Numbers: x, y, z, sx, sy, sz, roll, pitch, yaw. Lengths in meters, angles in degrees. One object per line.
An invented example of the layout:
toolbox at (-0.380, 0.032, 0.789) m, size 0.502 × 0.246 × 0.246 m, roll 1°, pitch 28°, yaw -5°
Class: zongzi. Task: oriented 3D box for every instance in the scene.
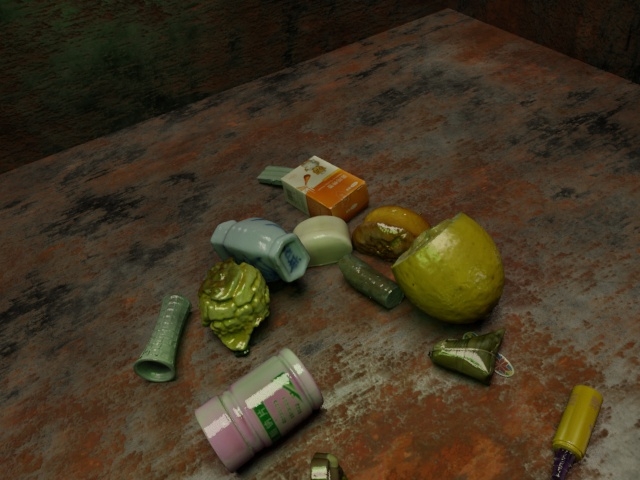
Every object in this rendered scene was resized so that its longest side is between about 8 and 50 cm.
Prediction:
zongzi at (0.459, 0.323, 1.454) m, size 0.205 × 0.094 × 0.204 m, roll 16°, pitch 56°, yaw 27°

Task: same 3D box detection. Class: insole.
insole at (0.531, 0.360, 1.469) m, size 0.065 × 0.006 × 0.193 m, roll -29°, pitch 47°, yaw -16°

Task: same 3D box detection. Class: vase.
vase at (-0.549, 0.335, 1.648) m, size 0.143 × 0.143 × 0.299 m, roll -6°, pitch 43°, yaw 7°

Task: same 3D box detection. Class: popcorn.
popcorn at (-0.318, 0.207, 1.645) m, size 0.293 × 0.237 × 0.293 m, roll -22°, pitch 40°, yaw 20°

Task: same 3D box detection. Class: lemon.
lemon at (0.436, 0.112, 1.521) m, size 0.364 × 0.364 × 0.364 m, roll -6°, pitch 45°, yaw 6°

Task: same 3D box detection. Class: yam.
yam at (0.177, 0.147, 1.690) m, size 0.106 × 0.106 × 0.259 m, roll -39°, pitch 50°, yaw -24°

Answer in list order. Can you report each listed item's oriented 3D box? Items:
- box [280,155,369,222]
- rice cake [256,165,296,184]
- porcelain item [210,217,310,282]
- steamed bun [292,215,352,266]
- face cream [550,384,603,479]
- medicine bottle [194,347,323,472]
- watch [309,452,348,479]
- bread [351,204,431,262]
box at (0.020, -0.213, 2.055) m, size 0.225 × 0.143 × 0.341 m, roll -38°, pitch 51°, yaw -23°
rice cake at (-0.190, -0.313, 2.247) m, size 0.237 × 0.043 × 0.127 m, roll 9°, pitch 47°, yaw 30°
porcelain item at (-0.233, 0.032, 1.757) m, size 0.405 × 0.243 × 0.178 m, roll 10°, pitch 50°, yaw 44°
steamed bun at (0.000, 0.000, 1.831) m, size 0.241 × 0.164 × 0.146 m, roll -10°, pitch 46°, yaw 3°
face cream at (0.674, 0.517, 1.231) m, size 0.078 × 0.078 × 0.273 m, roll 23°, pitch 54°, yaw 30°
medicine bottle at (-0.175, 0.488, 1.354) m, size 0.325 × 0.212 × 0.212 m, roll -31°, pitch 48°, yaw -20°
watch at (-0.088, 0.723, 1.099) m, size 0.326 × 0.314 × 0.335 m, roll -16°, pitch 29°, yaw 13°
bread at (0.287, -0.033, 1.788) m, size 0.340 × 0.179 × 0.194 m, roll 16°, pitch 51°, yaw 26°
